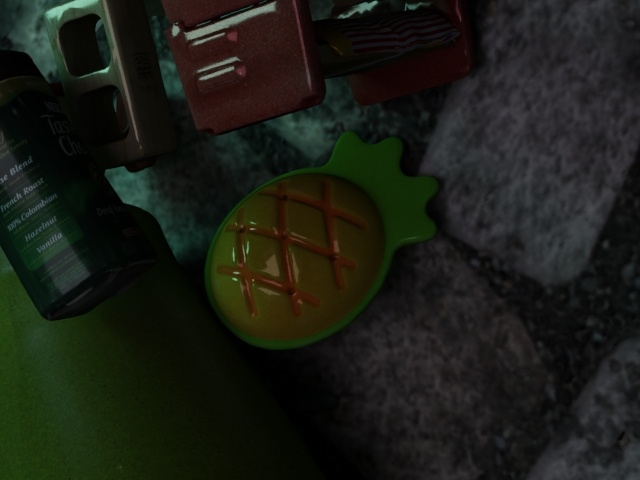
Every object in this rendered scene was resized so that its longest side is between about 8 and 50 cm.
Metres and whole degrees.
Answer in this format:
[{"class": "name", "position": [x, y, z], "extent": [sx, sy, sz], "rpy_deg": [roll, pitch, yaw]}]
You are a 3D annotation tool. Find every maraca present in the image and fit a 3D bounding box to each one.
[{"class": "maraca", "position": [0.000, 0.000, 1.385], "extent": [0.185, 0.099, 0.127], "rpy_deg": [-39, 72, -2]}]

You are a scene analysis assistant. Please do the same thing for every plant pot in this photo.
[{"class": "plant pot", "position": [-0.174, 0.174, 1.396], "extent": [0.366, 0.366, 0.353], "rpy_deg": [-33, 70, 29]}]

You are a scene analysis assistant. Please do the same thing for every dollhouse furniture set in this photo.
[{"class": "dollhouse furniture set", "position": [-0.100, -0.141, 1.375], "extent": [0.374, 0.201, 0.152], "rpy_deg": [-14, 91, 37]}]

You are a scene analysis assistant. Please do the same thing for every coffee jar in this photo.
[{"class": "coffee jar", "position": [-0.191, -0.041, 1.273], "extent": [0.079, 0.096, 0.184], "rpy_deg": [-35, 84, 15]}]

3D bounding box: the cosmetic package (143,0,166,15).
[{"class": "cosmetic package", "position": [-0.134, -0.199, 1.424], "extent": [0.060, 0.115, 0.041], "rpy_deg": [-34, 79, 28]}]
